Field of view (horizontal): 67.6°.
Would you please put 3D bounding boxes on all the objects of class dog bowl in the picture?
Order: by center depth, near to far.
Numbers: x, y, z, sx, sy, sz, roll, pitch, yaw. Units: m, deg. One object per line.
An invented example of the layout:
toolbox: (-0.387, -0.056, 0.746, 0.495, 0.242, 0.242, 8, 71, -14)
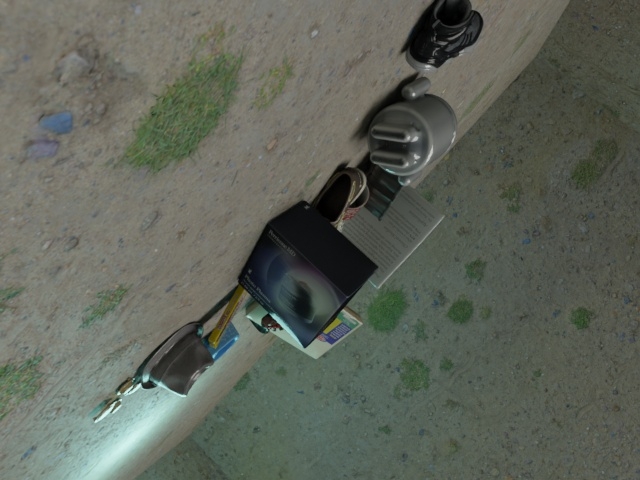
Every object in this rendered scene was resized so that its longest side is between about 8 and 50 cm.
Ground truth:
dog bowl: (-0.406, 0.400, 1.709, 0.297, 0.074, 0.165, -36, 166, -47)

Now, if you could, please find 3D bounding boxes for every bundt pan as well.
bundt pan: (0.244, -0.237, 1.691, 0.330, 0.124, 0.331, -58, 176, -6)

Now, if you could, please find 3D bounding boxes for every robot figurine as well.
robot figurine: (0.269, -0.311, 1.378, 0.353, 0.200, 0.299, -35, 136, -49)

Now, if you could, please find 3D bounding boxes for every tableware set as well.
tableware set: (-0.562, 0.441, 1.341, 0.168, 0.020, 0.141, -47, 174, -15)

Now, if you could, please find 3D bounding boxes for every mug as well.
mug: (0.107, -0.146, 1.626, 0.150, 0.113, 0.169, -43, 173, -14)

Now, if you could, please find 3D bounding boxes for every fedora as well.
fedora: (-0.405, 0.375, 1.425, 0.243, 0.124, 0.275, -47, 172, -30)

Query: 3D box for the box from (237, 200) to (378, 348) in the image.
box: (-0.047, 0.100, 1.387, 0.183, 0.296, 0.294, -37, 165, -46)

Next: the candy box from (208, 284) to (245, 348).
candy box: (-0.291, 0.238, 1.512, 0.205, 0.027, 0.105, -63, 180, -24)

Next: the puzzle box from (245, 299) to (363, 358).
puzzle box: (-0.060, 0.303, 1.912, 0.272, 0.409, 0.052, -40, -147, 16)

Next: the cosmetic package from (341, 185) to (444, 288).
cosmetic package: (0.262, -0.053, 2.020, 0.393, 0.329, 0.327, -47, 171, 6)

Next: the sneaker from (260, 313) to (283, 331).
sneaker: (-0.115, 0.250, 1.773, 0.276, 0.135, 0.097, -21, -171, 25)

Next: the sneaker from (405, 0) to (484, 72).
sneaker: (0.317, -0.499, 1.101, 0.269, 0.101, 0.153, -40, 171, -26)

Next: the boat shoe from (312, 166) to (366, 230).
boat shoe: (0.021, -0.086, 1.488, 0.324, 0.117, 0.097, -55, 164, 21)

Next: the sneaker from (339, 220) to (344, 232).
sneaker: (0.052, -0.031, 1.820, 0.290, 0.123, 0.106, -50, 168, 13)

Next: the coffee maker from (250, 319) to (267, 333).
coffee maker: (-0.213, 0.315, 2.075, 0.178, 0.120, 0.171, -41, 170, -28)
